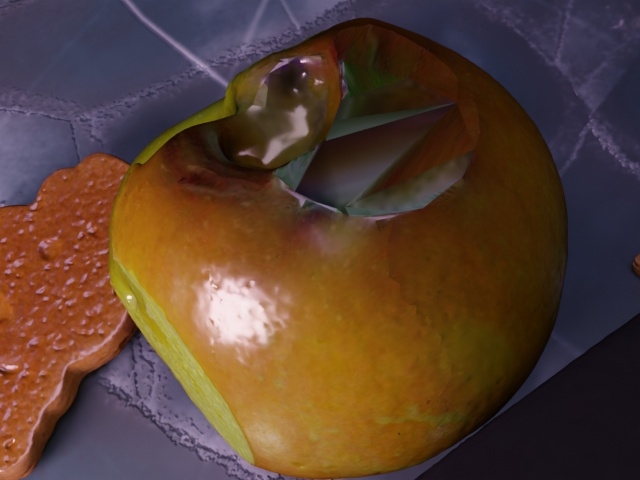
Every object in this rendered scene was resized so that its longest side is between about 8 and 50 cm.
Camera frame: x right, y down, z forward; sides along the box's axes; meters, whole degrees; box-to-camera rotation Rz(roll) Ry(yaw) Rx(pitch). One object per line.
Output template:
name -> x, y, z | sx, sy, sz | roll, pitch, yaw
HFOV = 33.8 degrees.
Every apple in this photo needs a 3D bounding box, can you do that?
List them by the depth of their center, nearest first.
apple -> 0.000, 0.000, 0.834 | 0.383, 0.374, 0.374 | 17, 68, 14

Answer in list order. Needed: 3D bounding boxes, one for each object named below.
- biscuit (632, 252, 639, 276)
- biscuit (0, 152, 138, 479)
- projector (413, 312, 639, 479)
biscuit -> 0.367, 0.035, 0.945 | 0.162, 0.035, 0.250 | 28, 70, 14
biscuit -> -0.273, 0.063, 1.000 | 0.202, 0.047, 0.334 | 28, 74, 18
projector -> 0.273, 0.270, 0.682 | 0.405, 0.242, 0.395 | -35, 47, -9
